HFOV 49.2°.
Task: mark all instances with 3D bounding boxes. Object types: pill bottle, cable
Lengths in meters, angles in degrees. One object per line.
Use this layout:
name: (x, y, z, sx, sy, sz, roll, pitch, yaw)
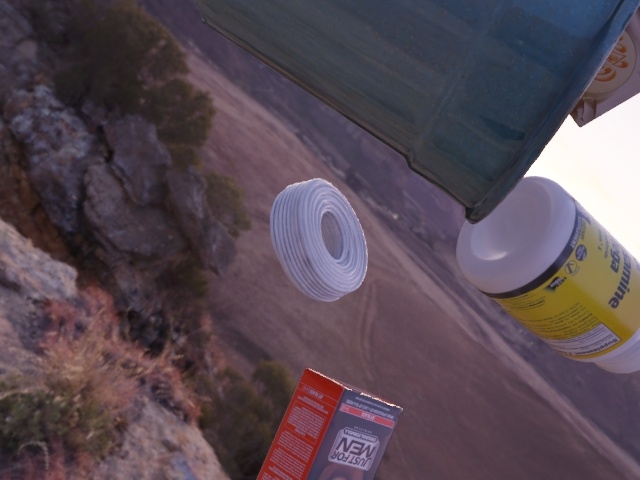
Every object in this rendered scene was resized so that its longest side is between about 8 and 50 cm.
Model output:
pill bottle: (0.378, 0.065, 1.054, 0.334, 0.188, 0.188, 35, 13, -27)
cable: (0.000, 0.000, 1.446, 0.257, 0.089, 0.257, -30, 102, -60)

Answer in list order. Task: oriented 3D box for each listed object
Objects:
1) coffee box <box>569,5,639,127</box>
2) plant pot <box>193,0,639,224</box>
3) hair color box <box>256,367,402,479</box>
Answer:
coffee box: (0.313, -0.285, 0.863, 0.246, 0.141, 0.098, 49, 37, -12)
plant pot: (0.084, -0.243, 0.658, 0.334, 0.341, 0.341, 29, 10, 1)
hair color box: (-0.004, 0.166, 0.476, 0.043, 0.141, 0.072, 17, -10, 47)
